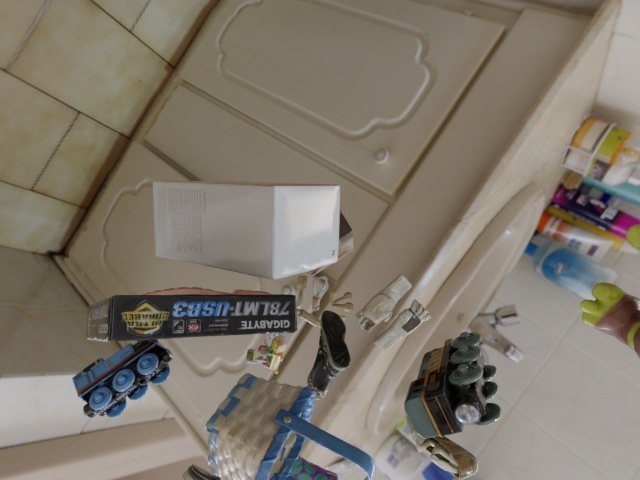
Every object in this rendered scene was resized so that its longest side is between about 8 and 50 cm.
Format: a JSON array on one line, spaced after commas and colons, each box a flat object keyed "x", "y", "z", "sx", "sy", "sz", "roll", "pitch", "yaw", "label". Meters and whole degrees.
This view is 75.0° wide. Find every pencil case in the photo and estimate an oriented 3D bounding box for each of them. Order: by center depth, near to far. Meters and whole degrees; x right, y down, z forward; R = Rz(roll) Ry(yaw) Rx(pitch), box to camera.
[{"x": -0.028, "y": 0.590, "z": 1.057, "sx": 0.070, "sy": 0.151, "sz": 0.064, "roll": -60, "pitch": -177, "yaw": 8, "label": "pencil case"}]

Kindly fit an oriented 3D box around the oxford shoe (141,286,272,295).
[{"x": -0.350, "y": 0.220, "z": 1.291, "sx": 0.140, "sy": 0.396, "sz": 0.147, "roll": 143, "pitch": -49, "yaw": -78, "label": "oxford shoe"}]

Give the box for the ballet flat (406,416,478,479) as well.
[{"x": 0.273, "y": 0.492, "z": 1.000, "sx": 0.067, "sy": 0.206, "sz": 0.073, "roll": -20, "pitch": 113, "yaw": -34, "label": "ballet flat"}]

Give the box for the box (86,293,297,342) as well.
[{"x": -0.239, "y": 0.137, "z": 0.746, "sx": 0.295, "sy": 0.293, "sz": 0.073, "roll": 5, "pitch": 76, "yaw": -34, "label": "box"}]

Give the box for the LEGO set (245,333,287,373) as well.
[{"x": -0.181, "y": 0.356, "z": 1.345, "sx": 0.287, "sy": 0.107, "sz": 0.132, "roll": 137, "pitch": -36, "yaw": -77, "label": "LEGO set"}]

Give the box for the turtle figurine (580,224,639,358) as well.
[{"x": 0.240, "y": 0.056, "z": 0.222, "sx": 0.217, "sy": 0.087, "sz": 0.270, "roll": -65, "pitch": 163, "yaw": -66, "label": "turtle figurine"}]

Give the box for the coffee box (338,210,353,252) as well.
[{"x": 0.000, "y": 0.000, "z": 1.238, "sx": 0.168, "sy": 0.119, "sz": 0.297, "roll": -31, "pitch": 167, "yaw": -1, "label": "coffee box"}]

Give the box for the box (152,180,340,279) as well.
[{"x": -0.159, "y": -0.041, "z": 0.884, "sx": 0.215, "sy": 0.345, "sz": 0.168, "roll": -11, "pitch": 106, "yaw": -55, "label": "box"}]

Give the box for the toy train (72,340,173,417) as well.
[{"x": -0.384, "y": 0.261, "z": 0.820, "sx": 0.184, "sy": 0.105, "sz": 0.080, "roll": -37, "pitch": 144, "yaw": -17, "label": "toy train"}]

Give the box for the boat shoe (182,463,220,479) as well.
[{"x": -0.218, "y": 0.647, "z": 1.082, "sx": 0.092, "sy": 0.285, "sz": 0.103, "roll": -58, "pitch": -174, "yaw": -19, "label": "boat shoe"}]

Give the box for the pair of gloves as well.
[{"x": 0.228, "y": 0.235, "z": 1.297, "sx": 0.204, "sy": 0.042, "sz": 0.240, "roll": -39, "pitch": 126, "yaw": -2, "label": "pair of gloves"}]

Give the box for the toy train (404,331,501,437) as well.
[{"x": 0.316, "y": 0.337, "z": 1.006, "sx": 0.190, "sy": 0.142, "sz": 0.334, "roll": -24, "pitch": -177, "yaw": 23, "label": "toy train"}]

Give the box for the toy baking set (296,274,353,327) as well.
[{"x": -0.002, "y": 0.212, "z": 1.436, "sx": 0.256, "sy": 0.030, "sz": 0.197, "roll": 31, "pitch": 116, "yaw": -20, "label": "toy baking set"}]

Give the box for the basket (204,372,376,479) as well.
[{"x": -0.056, "y": 0.387, "z": 0.757, "sx": 0.201, "sy": 0.289, "sz": 0.255, "roll": -45, "pitch": 156, "yaw": -46, "label": "basket"}]

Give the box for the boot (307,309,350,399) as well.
[{"x": 0.012, "y": 0.349, "z": 1.292, "sx": 0.085, "sy": 0.236, "sz": 0.179, "roll": 18, "pitch": 119, "yaw": -18, "label": "boot"}]
